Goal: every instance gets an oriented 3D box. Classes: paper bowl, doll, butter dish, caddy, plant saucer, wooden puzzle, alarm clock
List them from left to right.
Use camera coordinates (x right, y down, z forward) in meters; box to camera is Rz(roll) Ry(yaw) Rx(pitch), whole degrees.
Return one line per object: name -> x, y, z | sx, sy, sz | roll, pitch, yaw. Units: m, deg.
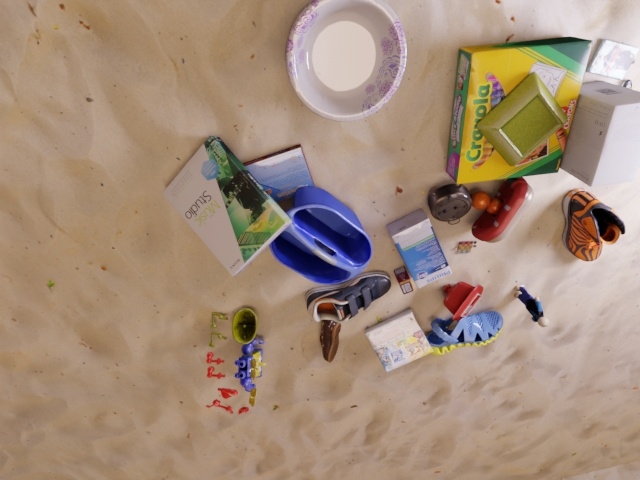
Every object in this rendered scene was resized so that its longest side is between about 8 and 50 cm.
caddy -> 0.000, 0.000, 1.226 | 0.341, 0.179, 0.241 | 34, 114, -30
paper bowl -> 0.054, -0.449, 0.980 | 0.284, 0.148, 0.284 | -4, 124, -6
alarm clock -> 0.420, -0.105, 1.291 | 0.129, 0.064, 0.192 | -17, 142, 16
butter dish -> 0.511, 0.207, 1.489 | 0.160, 0.118, 0.160 | -57, 150, 8
wooden puzzle -> 0.516, 0.024, 1.432 | 0.083, 0.006, 0.049 | -4, 123, -6
plant saucer -> 0.549, -0.310, 1.073 | 0.188, 0.045, 0.188 | 35, 113, -25
doll -> 0.798, 0.253, 1.509 | 0.046, 0.189, 0.129 | -14, 123, 1

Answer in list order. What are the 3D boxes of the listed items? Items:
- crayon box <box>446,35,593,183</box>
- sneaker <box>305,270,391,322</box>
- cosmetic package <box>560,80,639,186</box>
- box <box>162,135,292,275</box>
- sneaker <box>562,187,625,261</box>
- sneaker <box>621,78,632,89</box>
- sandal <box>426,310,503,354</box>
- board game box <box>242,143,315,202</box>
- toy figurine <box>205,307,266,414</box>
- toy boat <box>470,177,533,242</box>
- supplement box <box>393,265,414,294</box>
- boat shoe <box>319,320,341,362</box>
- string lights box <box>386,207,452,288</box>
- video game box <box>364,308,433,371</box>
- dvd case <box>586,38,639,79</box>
crayon box -> 0.538, -0.356, 1.132 | 0.313, 0.106, 0.363 | -8, 123, -3
sneaker -> 0.109, 0.212, 1.427 | 0.321, 0.127, 0.126 | -17, 122, 1
cosmetic package -> 0.773, -0.303, 1.129 | 0.138, 0.224, 0.225 | -9, 123, -3
box -> -0.264, -0.093, 1.121 | 0.232, 0.058, 0.322 | -43, 86, 18
sneaker -> 0.926, -0.012, 1.363 | 0.124, 0.180, 0.321 | -30, 121, 11
sneaker -> 0.906, -0.430, 1.179 | 0.031, 0.035, 0.083 | -21, 123, 5
sandal -> 0.561, 0.346, 1.580 | 0.317, 0.126, 0.138 | -21, 119, 4
board game box -> -0.169, -0.174, 1.196 | 0.281, 0.027, 0.145 | -18, 122, 3
toy figurine -> -0.295, 0.440, 1.517 | 0.191, 0.217, 0.363 | -4, 80, 11
toy boat -> 0.549, -0.108, 1.281 | 0.151, 0.151, 0.231 | 22, 118, -1
supplement box -> 0.297, 0.142, 1.430 | 0.043, 0.083, 0.055 | -22, 123, 7
boat shoe -> 0.032, 0.383, 1.563 | 0.073, 0.073, 0.207 | 21, 121, 24
string lights box -> 0.340, 0.033, 1.371 | 0.133, 0.077, 0.260 | -26, 122, 10
video game box -> 0.306, 0.393, 1.575 | 0.205, 0.048, 0.187 | -27, 96, 10
dvd case -> 0.822, -0.508, 1.131 | 0.119, 0.013, 0.087 | 7, 121, -12
